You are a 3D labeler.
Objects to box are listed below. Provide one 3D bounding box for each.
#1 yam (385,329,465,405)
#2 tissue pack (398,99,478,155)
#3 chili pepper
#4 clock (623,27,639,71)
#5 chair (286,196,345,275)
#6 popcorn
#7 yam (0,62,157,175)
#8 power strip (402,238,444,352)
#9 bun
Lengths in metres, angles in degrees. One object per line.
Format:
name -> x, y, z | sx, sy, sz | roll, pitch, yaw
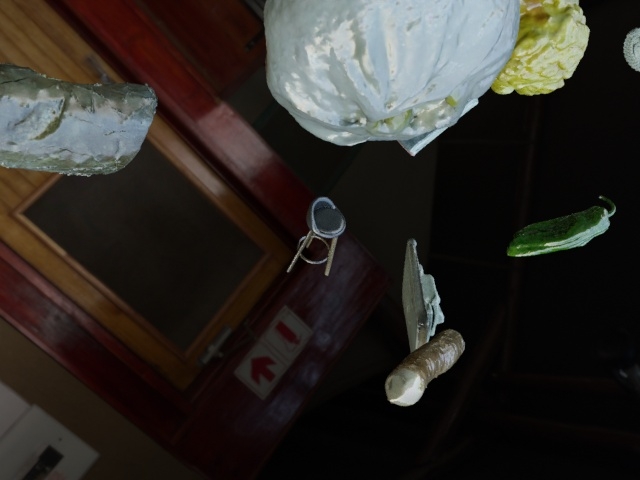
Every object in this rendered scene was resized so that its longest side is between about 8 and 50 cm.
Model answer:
yam -> 0.177, 0.205, 1.002 | 0.066, 0.066, 0.300 | -36, 168, 24
tissue pack -> 0.231, -0.414, 1.610 | 0.228, 0.315, 0.103 | -40, 169, 8
chili pepper -> 0.556, -0.020, 1.395 | 0.257, 0.074, 0.100 | -16, -152, 12
clock -> 0.566, -0.334, 1.063 | 0.010, 0.074, 0.083 | 137, -23, -77
chair -> -0.001, -0.001, 1.410 | 0.104, 0.095, 0.221 | -59, 172, -38
popcorn -> 0.384, -0.407, 1.170 | 0.206, 0.251, 0.237 | -7, 168, -15
yam -> -0.371, -0.167, 0.853 | 0.255, 0.153, 0.154 | -5, 166, -40
power strip -> 0.202, 0.127, 1.174 | 0.065, 0.213, 0.198 | -5, -125, 2
bun -> 0.091, -0.250, 0.809 | 0.362, 0.211, 0.362 | -7, 169, -1
